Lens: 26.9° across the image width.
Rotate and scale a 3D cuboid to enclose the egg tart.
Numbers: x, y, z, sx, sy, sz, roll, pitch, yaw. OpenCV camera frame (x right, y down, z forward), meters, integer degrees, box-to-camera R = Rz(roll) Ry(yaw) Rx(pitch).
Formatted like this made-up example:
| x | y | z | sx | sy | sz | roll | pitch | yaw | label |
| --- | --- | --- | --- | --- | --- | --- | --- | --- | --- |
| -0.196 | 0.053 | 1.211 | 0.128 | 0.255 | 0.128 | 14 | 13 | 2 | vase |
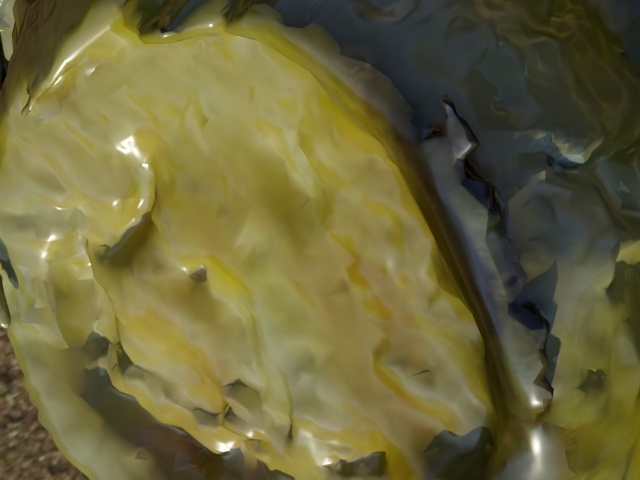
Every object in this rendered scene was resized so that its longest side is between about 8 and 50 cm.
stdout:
| x | y | z | sx | sy | sz | roll | pitch | yaw | label |
| --- | --- | --- | --- | --- | --- | --- | --- | --- | --- |
| 0.000 | 0.000 | 0.425 | 0.345 | 0.132 | 0.345 | 16 | 121 | 29 | egg tart |
